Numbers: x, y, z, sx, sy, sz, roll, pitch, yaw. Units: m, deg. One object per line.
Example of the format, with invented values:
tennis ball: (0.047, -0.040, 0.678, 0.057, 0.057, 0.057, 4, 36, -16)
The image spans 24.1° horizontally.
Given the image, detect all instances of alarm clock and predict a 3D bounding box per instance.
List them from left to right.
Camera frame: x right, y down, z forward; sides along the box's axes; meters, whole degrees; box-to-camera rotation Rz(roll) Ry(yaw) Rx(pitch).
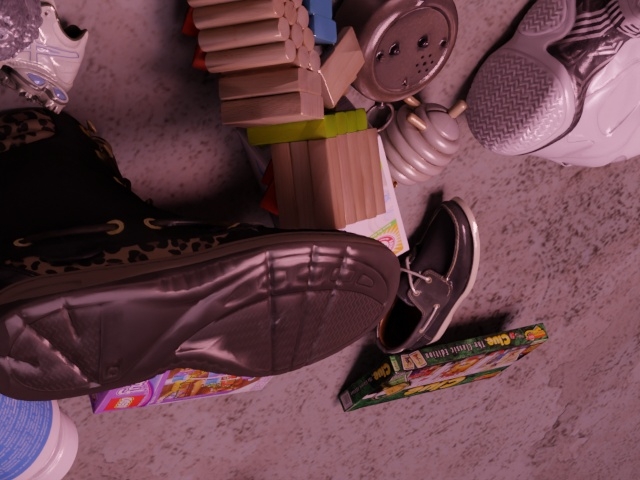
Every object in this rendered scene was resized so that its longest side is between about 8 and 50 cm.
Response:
alarm clock: (0.072, -0.183, 1.483, 0.129, 0.064, 0.192, -17, 137, -31)

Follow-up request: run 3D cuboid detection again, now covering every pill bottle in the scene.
pill bottle: (-0.335, 0.175, 1.485, 0.124, 0.124, 0.221, -40, 144, 3)

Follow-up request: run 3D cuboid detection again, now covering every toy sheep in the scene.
toy sheep: (0.102, -0.106, 1.588, 0.132, 0.091, 0.091, -36, 150, 31)

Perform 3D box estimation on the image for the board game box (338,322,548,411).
board game box: (0.162, 0.164, 1.951, 0.260, 0.030, 0.136, -9, 161, -34)

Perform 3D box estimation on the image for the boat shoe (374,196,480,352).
boat shoe: (0.126, 0.047, 1.781, 0.079, 0.084, 0.233, -13, 141, -32)

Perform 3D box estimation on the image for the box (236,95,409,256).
box: (0.006, -0.051, 1.548, 0.114, 0.103, 0.203, -31, 144, -9)

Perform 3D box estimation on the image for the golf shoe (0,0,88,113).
golf shoe: (-0.260, -0.177, 1.228, 0.086, 0.069, 0.176, -61, 146, -3)

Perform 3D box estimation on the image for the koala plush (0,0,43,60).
koala plush: (-0.316, -0.197, 1.011, 0.221, 0.196, 0.203, -12, 108, 21)

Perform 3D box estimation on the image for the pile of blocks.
pile of blocks: (-0.049, -0.164, 1.352, 0.149, 0.113, 0.362, -55, 133, -49)

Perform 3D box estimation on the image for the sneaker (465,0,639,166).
sneaker: (0.337, -0.219, 1.629, 0.366, 0.137, 0.210, -46, 145, 20)

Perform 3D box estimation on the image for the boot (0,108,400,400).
boot: (-0.148, -0.003, 1.295, 0.377, 0.284, 0.138, -10, 127, -28)

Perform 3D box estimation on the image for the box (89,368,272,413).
box: (-0.110, 0.089, 1.538, 0.201, 0.057, 0.293, -6, 156, -27)
